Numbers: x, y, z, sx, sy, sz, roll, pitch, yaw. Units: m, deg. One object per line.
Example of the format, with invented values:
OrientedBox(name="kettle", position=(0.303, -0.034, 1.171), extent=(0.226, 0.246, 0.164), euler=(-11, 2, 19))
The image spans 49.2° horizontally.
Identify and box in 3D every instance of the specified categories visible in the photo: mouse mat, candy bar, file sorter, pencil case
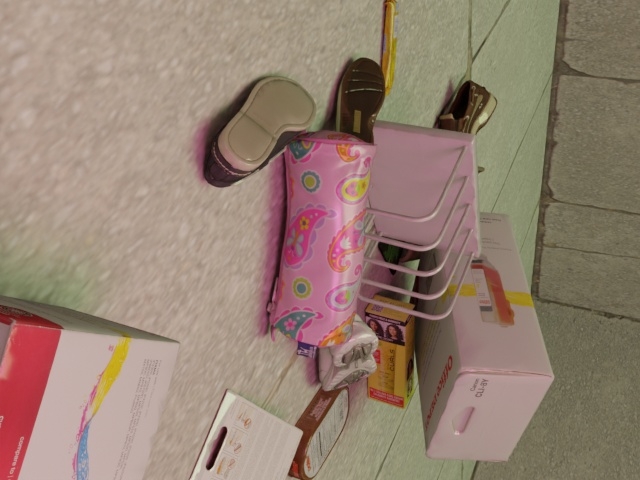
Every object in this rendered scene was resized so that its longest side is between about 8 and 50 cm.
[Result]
OrientedBox(name="mouse mat", position=(0.159, -0.041, 1.393), extent=(0.190, 0.007, 0.153), euler=(-69, 155, -19))
OrientedBox(name="candy bar", position=(0.112, -0.313, 1.142), extent=(0.040, 0.018, 0.162), euler=(-42, 137, -59))
OrientedBox(name="file sorter", position=(0.133, -0.025, 1.112), extent=(0.173, 0.192, 0.278), euler=(-61, 151, -29))
OrientedBox(name="pencil case", position=(0.000, 0.000, 0.914), extent=(0.124, 0.124, 0.284), euler=(-20, 120, -63))

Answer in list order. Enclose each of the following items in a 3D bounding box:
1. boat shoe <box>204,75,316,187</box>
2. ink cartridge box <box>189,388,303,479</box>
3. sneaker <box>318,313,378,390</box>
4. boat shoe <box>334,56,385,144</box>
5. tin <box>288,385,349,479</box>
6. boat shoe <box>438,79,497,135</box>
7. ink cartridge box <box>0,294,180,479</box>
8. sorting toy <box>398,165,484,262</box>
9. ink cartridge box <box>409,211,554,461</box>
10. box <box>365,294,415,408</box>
OrientedBox(name="boat shoe", position=(-0.070, -0.124, 0.792), extent=(0.065, 0.075, 0.206), euler=(-41, -171, 38))
OrientedBox(name="ink cartridge box", position=(-0.108, 0.290, 0.922), extent=(0.179, 0.045, 0.145), euler=(43, 61, -43))
OrientedBox(name="sneaker", position=(0.032, 0.156, 1.096), extent=(0.090, 0.115, 0.232), euler=(-17, 151, -17))
OrientedBox(name="boat shoe", position=(0.046, -0.175, 1.015), extent=(0.072, 0.068, 0.190), euler=(132, -26, -63))
OrientedBox(name="tin", position=(0.000, 0.313, 1.162), extent=(0.190, 0.040, 0.106), euler=(-49, 139, -49))
OrientedBox(name="boat shoe", position=(0.286, -0.236, 1.518), extent=(0.095, 0.095, 0.258), euler=(39, 68, -25))
OrientedBox(name="ink cartridge box", position=(-0.205, 0.107, 0.475), extent=(0.176, 0.128, 0.127), euler=(29, 75, -65))
OrientedBox(name="sorting toy", position=(0.239, -0.051, 1.420), extent=(0.307, 0.041, 0.229), euler=(-5, 123, -61))
OrientedBox(name="ink cartridge box", position=(0.276, 0.172, 1.297), extent=(0.385, 0.160, 0.279), euler=(-89, -176, -46))
OrientedBox(name="box", position=(0.137, 0.220, 1.368), extent=(0.058, 0.087, 0.232), euler=(-49, 145, -46))
